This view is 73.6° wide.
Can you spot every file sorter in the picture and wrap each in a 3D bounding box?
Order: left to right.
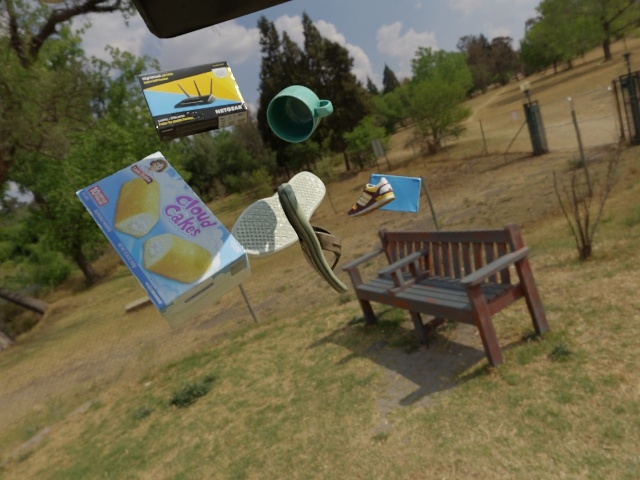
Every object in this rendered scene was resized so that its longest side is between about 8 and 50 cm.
[{"bbox_3d":[0.252,-0.163,1.510,0.171,0.118,0.104,5,3,-2],"label":"file sorter"}]

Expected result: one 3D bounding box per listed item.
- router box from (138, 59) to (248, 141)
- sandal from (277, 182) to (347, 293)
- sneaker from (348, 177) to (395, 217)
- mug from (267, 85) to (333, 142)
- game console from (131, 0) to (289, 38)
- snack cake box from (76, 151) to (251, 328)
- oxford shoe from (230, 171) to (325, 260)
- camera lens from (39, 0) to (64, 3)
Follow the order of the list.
[{"bbox_3d":[-0.253,-0.281,0.856,0.179,0.133,0.046,-19,-16,-20],"label":"router box"},{"bbox_3d":[0.000,-0.001,0.965,0.086,0.302,0.120,-30,25,-10],"label":"sandal"},{"bbox_3d":[0.156,-0.136,1.391,0.186,0.083,0.070,-25,-9,39],"label":"sneaker"},{"bbox_3d":[-0.049,-0.331,1.120,0.158,0.129,0.097,23,42,3],"label":"mug"},{"bbox_3d":[-0.109,-0.421,0.507,0.342,0.060,0.386,-24,-12,-4],"label":"game console"},{"bbox_3d":[-0.252,-0.009,0.699,0.152,0.264,0.089,-36,-23,-21],"label":"snack cake box"},{"bbox_3d":[-0.124,-0.064,1.296,0.130,0.169,0.449,-43,5,40],"label":"oxford shoe"},{"bbox_3d":[-0.717,-0.801,1.129,0.274,0.219,0.219,-20,7,40],"label":"camera lens"}]
